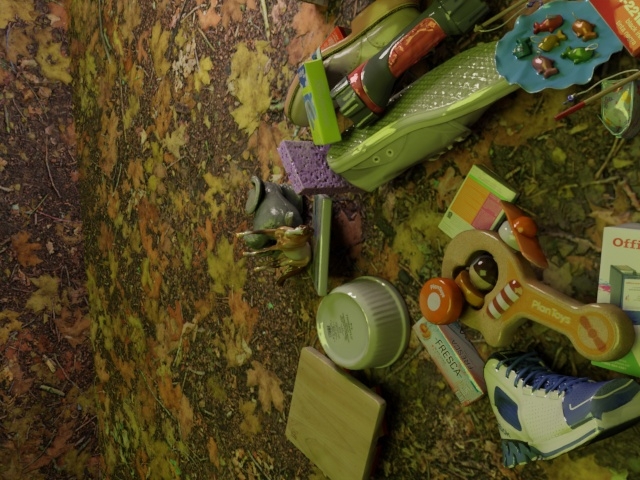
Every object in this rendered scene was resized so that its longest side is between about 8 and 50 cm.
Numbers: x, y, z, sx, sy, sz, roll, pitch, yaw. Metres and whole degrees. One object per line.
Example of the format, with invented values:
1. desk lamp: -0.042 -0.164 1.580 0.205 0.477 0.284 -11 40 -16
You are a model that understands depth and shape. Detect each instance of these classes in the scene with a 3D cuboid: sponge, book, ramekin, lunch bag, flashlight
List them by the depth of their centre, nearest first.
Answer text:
1. lunch bag: 0.443 -0.192 0.828 0.053 0.071 0.083 3 98 45
2. flashlight: 0.158 -0.330 1.009 0.304 0.103 0.103 -36 98 25
3. book: 0.290 -0.054 1.042 0.096 0.035 0.144 46 126 30
4. sponge: 0.017 -0.154 1.195 0.031 0.210 0.117 -42 63 44
5. ramekin: 0.085 0.185 1.237 0.207 0.109 0.207 8 101 47

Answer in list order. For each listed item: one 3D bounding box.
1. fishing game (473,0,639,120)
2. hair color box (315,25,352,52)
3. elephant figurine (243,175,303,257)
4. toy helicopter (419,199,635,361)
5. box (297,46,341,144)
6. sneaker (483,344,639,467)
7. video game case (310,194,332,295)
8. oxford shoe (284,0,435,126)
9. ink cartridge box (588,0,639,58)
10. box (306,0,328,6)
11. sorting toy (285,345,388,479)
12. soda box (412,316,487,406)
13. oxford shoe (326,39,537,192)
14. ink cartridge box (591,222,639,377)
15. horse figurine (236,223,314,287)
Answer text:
1. fishing game: 0.359 -0.303 0.853 0.189 0.041 0.264 -27 52 12
2. hair color box: 0.028 -0.407 1.256 0.141 0.072 0.043 -40 66 43
3. elephant figurine: -0.127 -0.091 1.417 0.186 0.169 0.239 -22 60 18
4. toy helicopter: 0.331 0.072 0.899 0.355 0.140 0.235 30 110 55
5. box: -0.006 -0.280 1.116 0.109 0.042 0.178 -137 32 -77
6. sneaker: 0.347 0.248 0.903 0.315 0.127 0.182 111 143 -59
7. video game case: 0.000 0.000 1.293 0.193 0.023 0.212 -124 36 -78
8. oxford shoe: 0.066 -0.334 1.178 0.397 0.140 0.146 -35 75 45
9. ink cartridge box: 0.491 -0.343 0.664 0.273 0.197 0.114 -44 64 41
10. box: -0.006 -0.653 1.256 0.058 0.087 0.232 31 118 44
11. sorting toy: 0.049 0.410 1.316 0.257 0.089 0.255 28 114 43
12. soda box: 0.258 0.221 1.084 0.058 0.063 0.183 -51 59 37
13. oxford shoe: 0.208 -0.220 1.052 0.449 0.130 0.169 -27 31 38
14. ink cartridge box: 0.486 0.087 0.800 0.154 0.093 0.212 11 101 47
15. horse figurine: -0.084 0.026 1.323 0.263 0.174 0.066 70 -170 -61
